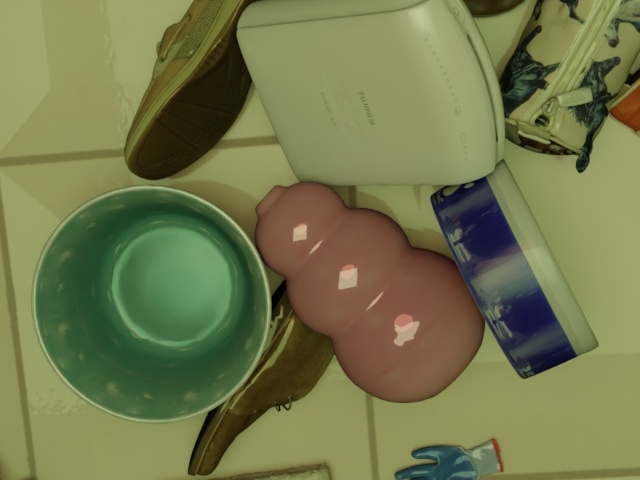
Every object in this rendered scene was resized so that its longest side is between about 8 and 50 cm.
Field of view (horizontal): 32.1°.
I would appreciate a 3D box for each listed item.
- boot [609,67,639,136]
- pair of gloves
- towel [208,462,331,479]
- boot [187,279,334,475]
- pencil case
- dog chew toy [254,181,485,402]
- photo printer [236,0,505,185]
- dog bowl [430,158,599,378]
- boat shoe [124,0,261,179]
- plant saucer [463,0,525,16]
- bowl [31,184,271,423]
[{"bbox_3d":[0.443,-0.199,1.426,0.084,0.059,0.158,45,129,-6],"label":"boot"},{"bbox_3d":[0.199,0.377,1.566,0.159,0.023,0.198,-19,96,8],"label":"pair of gloves"},{"bbox_3d":[-0.108,0.425,1.587,0.282,0.049,0.187,-10,98,6],"label":"towel"},{"bbox_3d":[-0.078,0.212,1.529,0.115,0.112,0.305,31,98,-11],"label":"boot"},{"bbox_3d":[0.349,-0.297,1.372,0.159,0.183,0.410,24,99,-10],"label":"pencil case"},{"bbox_3d":[0.052,0.054,1.434,0.332,0.206,0.206,42,100,-4],"label":"dog chew toy"},{"bbox_3d":[0.071,-0.185,1.350,0.307,0.107,0.256,3,128,37],"label":"photo printer"},{"bbox_3d":[0.241,0.035,1.389,0.104,0.265,0.265,-27,95,10],"label":"dog bowl"},{"bbox_3d":[-0.156,-0.235,1.472,0.110,0.121,0.341,41,97,37],"label":"boat shoe"},{"bbox_3d":[0.205,-0.369,1.421,0.168,0.029,0.168,8,129,10],"label":"plant saucer"},{"bbox_3d":[-0.208,0.072,1.485,0.311,0.163,0.312,1,98,6],"label":"bowl"}]
